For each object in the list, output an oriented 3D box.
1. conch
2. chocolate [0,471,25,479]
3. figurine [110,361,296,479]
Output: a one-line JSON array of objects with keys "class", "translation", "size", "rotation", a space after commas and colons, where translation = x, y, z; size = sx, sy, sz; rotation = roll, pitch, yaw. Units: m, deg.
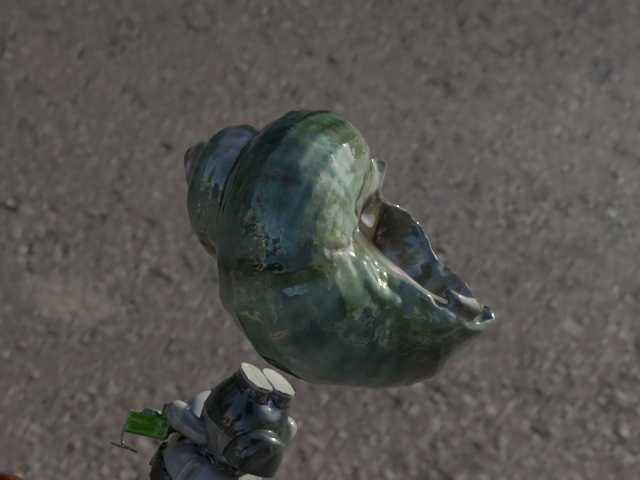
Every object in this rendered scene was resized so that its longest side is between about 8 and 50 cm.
[{"class": "conch", "translation": [0.000, 0.000, 1.317], "size": [0.277, 0.195, 0.220], "rotation": [31, 29, 19]}, {"class": "chocolate", "translation": [-0.291, 0.270, 1.537], "size": [0.127, 0.133, 0.124], "rotation": [-20, 53, -27]}, {"class": "figurine", "translation": [-0.096, 0.199, 1.576], "size": [0.147, 0.192, 0.126], "rotation": [11, 24, -47]}]
